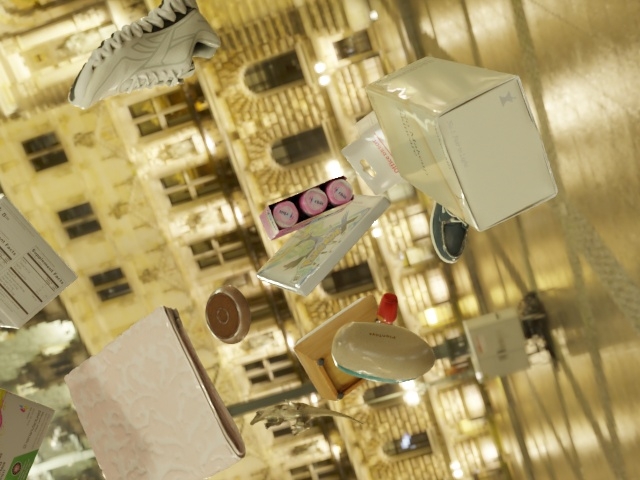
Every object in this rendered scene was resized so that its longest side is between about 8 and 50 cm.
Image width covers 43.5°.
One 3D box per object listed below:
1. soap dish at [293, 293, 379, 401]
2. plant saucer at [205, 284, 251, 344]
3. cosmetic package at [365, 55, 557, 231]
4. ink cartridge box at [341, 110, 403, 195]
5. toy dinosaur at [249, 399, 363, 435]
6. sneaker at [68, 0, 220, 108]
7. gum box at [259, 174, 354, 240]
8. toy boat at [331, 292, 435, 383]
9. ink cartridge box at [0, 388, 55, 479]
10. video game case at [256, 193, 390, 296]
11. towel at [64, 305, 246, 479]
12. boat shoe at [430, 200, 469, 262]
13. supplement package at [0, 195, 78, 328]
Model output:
[{"bbox_3d":[0.090,0.329,2.404,0.118,0.291,0.229,40,160,55],"label":"soap dish"},{"bbox_3d":[-0.264,0.209,2.230,0.029,0.168,0.168,-8,-101,-54],"label":"plant saucer"},{"bbox_3d":[0.172,-0.140,1.058,0.160,0.113,0.309,65,177,-19],"label":"cosmetic package"},{"bbox_3d":[0.250,-0.317,2.389,0.207,0.353,0.119,50,-165,-25],"label":"ink cartridge box"},{"bbox_3d":[-0.031,0.267,1.245,0.092,0.183,0.053,7,-100,-75],"label":"toy dinosaur"},{"bbox_3d":[-0.271,-0.286,1.269,0.118,0.292,0.110,49,146,-10],"label":"sneaker"},{"bbox_3d":[-0.025,-0.070,1.687,0.062,0.188,0.107,65,163,4],"label":"gum box"},{"bbox_3d":[0.167,0.275,2.117,0.318,0.268,0.148,-73,-8,-62],"label":"toy boat"},{"bbox_3d":[-0.783,0.435,1.842,0.278,0.117,0.201,42,-121,-49],"label":"ink cartridge box"},{"bbox_3d":[0.000,0.000,2.118,0.036,0.329,0.300,48,165,-21],"label":"video game case"},{"bbox_3d":[-0.324,0.328,1.525,0.053,0.332,0.317,-8,-112,-58],"label":"towel"},{"bbox_3d":[0.327,-0.073,1.935,0.079,0.095,0.254,-28,48,60],"label":"boat shoe"},{"bbox_3d":[-0.617,0.048,1.546,0.204,0.145,0.262,52,154,-16],"label":"supplement package"}]
